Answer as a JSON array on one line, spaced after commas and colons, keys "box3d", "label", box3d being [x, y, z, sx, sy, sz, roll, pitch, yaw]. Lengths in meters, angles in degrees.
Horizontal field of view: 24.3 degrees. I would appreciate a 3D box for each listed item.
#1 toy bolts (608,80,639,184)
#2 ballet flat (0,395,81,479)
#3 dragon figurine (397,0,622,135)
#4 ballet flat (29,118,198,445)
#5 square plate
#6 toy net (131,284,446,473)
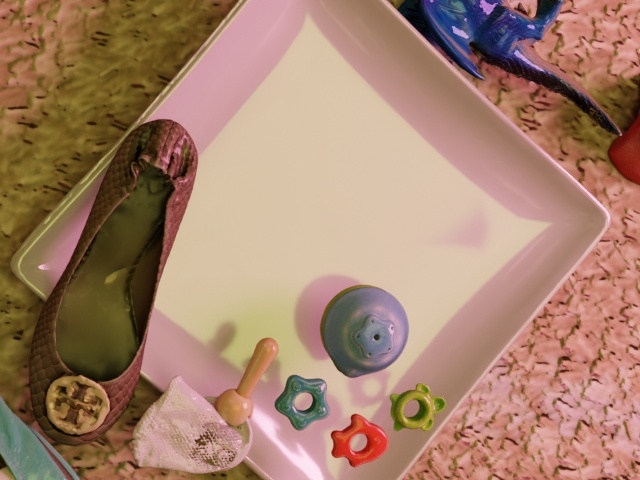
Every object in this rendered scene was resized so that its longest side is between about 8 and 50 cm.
[{"box3d": [0.389, -0.095, 1.259, 0.228, 0.158, 0.218, 23, 81, -17], "label": "toy bolts"}, {"box3d": [-0.251, 0.147, 1.062, 0.087, 0.083, 0.247, -38, 95, -41], "label": "ballet flat"}, {"box3d": [0.114, -0.174, 1.203, 0.144, 0.085, 0.289, -37, 99, -19], "label": "dragon figurine"}, {"box3d": [-0.147, 0.031, 1.071, 0.084, 0.058, 0.250, 21, 90, -11], "label": "ballet flat"}, {"box3d": [0.000, 0.000, 1.158, 0.347, 0.049, 0.344, 42, 84, -13], "label": "square plate"}, {"box3d": [-0.029, 0.126, 1.116, 0.232, 0.045, 0.122, -22, 101, -10], "label": "toy net"}]
